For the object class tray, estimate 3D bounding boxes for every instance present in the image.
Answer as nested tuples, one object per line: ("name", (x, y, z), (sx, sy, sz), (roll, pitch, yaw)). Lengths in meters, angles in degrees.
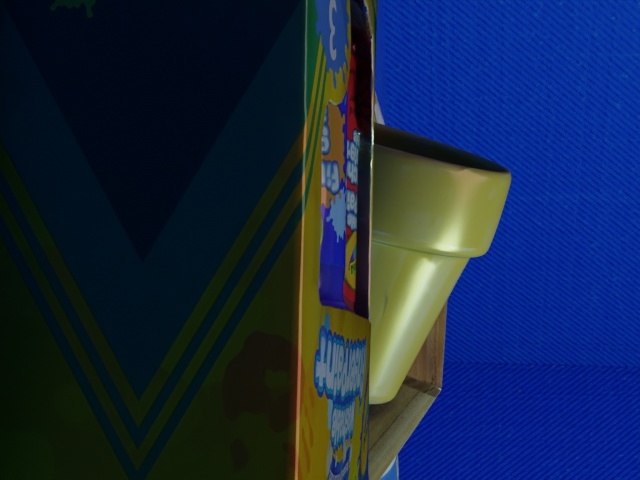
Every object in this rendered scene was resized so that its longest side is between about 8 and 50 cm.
("tray", (0.068, 0.083, 1.750), (0.411, 0.076, 0.202), (-79, -165, -53))

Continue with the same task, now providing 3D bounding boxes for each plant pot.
("plant pot", (0.024, 0.013, 1.455), (0.254, 0.254, 0.239), (-54, 161, -80))

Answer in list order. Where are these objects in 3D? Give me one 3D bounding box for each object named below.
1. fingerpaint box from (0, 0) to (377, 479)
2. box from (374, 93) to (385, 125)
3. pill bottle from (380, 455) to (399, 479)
("fingerpaint box", (-0.054, -0.020, 0.941), (0.445, 0.163, 0.371), (42, 49, -82))
("box", (0.033, -0.180, 1.952), (0.067, 0.063, 0.324), (-81, 158, -49))
("pill bottle", (0.048, 0.309, 2.200), (0.221, 0.124, 0.124), (82, 11, -52))
